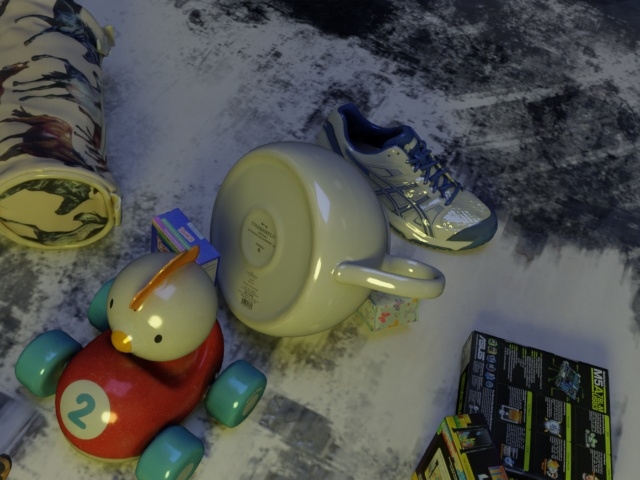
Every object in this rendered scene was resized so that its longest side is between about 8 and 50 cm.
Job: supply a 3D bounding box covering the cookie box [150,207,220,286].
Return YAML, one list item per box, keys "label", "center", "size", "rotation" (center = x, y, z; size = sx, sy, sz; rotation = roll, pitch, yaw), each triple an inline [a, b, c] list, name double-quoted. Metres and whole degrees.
- label: "cookie box"
  center: [-0.169, 0.029, 1.005]
  size: [0.040, 0.107, 0.092]
  rotation: [-27, 60, -33]

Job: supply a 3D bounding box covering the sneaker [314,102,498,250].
- label: "sneaker"
  center: [0.125, -0.091, 1.175]
  size: [0.296, 0.131, 0.112]
  rotation: [25, 46, 7]

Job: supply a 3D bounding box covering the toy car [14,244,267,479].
- label: "toy car"
  center: [-0.181, 0.099, 0.850]
  size: [0.219, 0.238, 0.210]
  rotation: [34, 49, 16]

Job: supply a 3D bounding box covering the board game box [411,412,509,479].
- label: "board game box"
  center: [0.154, 0.286, 0.833]
  size: [0.048, 0.141, 0.170]
  rotation: [-4, 50, -15]

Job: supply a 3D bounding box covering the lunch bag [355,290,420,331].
- label: "lunch bag"
  center: [0.081, 0.076, 1.064]
  size: [0.071, 0.053, 0.083]
  rotation: [-12, 34, -22]

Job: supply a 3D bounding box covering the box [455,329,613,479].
- label: "box"
  center: [0.258, 0.215, 0.992]
  size: [0.184, 0.045, 0.190]
  rotation: [18, 46, -2]

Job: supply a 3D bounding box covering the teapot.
- label: "teapot"
  center: [0.000, 0.000, 1.006]
  size: [0.187, 0.252, 0.256]
  rotation: [1, 62, -41]

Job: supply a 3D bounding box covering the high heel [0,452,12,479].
- label: "high heel"
  center: [-0.338, 0.324, 0.705]
  size: [0.186, 0.093, 0.261]
  rotation: [38, 62, 21]

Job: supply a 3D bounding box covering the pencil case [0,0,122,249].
- label: "pencil case"
  center: [-0.360, -0.169, 1.100]
  size: [0.184, 0.160, 0.410]
  rotation: [-13, 51, -6]
